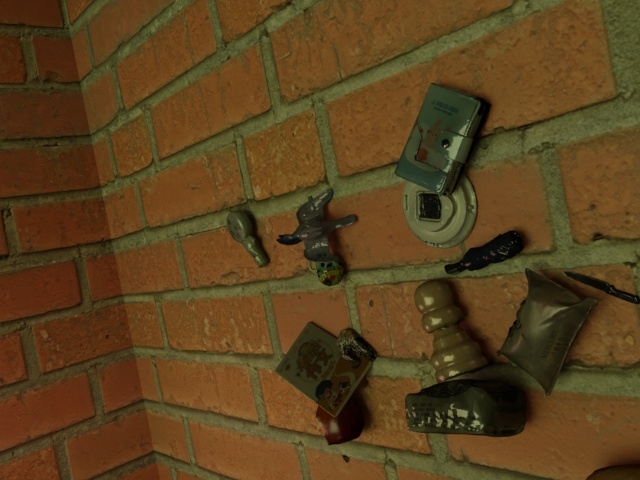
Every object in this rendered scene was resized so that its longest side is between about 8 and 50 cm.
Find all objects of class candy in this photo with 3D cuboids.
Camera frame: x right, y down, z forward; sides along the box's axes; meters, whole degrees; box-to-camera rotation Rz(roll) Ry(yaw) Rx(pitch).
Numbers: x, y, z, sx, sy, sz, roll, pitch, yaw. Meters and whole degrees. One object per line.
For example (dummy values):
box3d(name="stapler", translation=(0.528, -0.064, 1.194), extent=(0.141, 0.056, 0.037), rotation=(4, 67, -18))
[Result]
box3d(name="candy", translation=(0.000, 0.000, 1.891), extent=(0.091, 0.083, 0.306), rotation=(-32, 68, 41))

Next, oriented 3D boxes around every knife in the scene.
box3d(name="knife", translation=(0.610, 0.099, 1.287), extent=(0.170, 0.010, 0.023), rotation=(26, 118, 43))

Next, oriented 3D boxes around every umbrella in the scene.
box3d(name="umbrella", translation=(0.402, 0.045, 1.467), extent=(0.248, 0.070, 0.071), rotation=(-38, 71, 49))

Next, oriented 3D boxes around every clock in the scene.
box3d(name="clock", translation=(0.296, -0.091, 1.552), extent=(0.236, 0.053, 0.237), rotation=(13, 107, 46))

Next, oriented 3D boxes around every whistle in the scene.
box3d(name="whistle", translation=(-0.269, -0.014, 2.175), extent=(0.258, 0.067, 0.126), rotation=(56, 147, 17))

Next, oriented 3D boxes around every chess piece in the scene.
box3d(name="chess piece", translation=(0.330, 0.228, 1.546), extent=(0.142, 0.142, 0.261), rotation=(-35, 66, 46))

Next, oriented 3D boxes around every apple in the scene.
box3d(name="apple", translation=(0.064, 0.563, 1.886), extent=(0.147, 0.156, 0.158), rotation=(-31, 62, 37))

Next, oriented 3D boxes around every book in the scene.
box3d(name="book", translation=(0.004, 0.410, 1.913), extent=(0.295, 0.020, 0.208), rotation=(25, 76, 41))

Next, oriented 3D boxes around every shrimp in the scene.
box3d(name="shrimp", translation=(0.111, 0.344, 1.856), extent=(0.161, 0.034, 0.091), rotation=(33, 98, 39))

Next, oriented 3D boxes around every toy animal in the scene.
box3d(name="toy animal", translation=(-0.019, -0.038, 1.831), extent=(0.176, 0.255, 0.239), rotation=(79, -175, -75))

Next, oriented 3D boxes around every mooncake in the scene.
box3d(name="mooncake", translation=(0.365, 0.412, 1.458), extent=(0.254, 0.250, 0.136), rotation=(-15, 69, 44))

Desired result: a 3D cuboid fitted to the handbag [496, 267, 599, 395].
box3d(name="handbag", translation=(0.503, 0.202, 1.355), extent=(0.182, 0.117, 0.271), rotation=(41, 128, 44))

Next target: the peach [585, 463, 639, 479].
box3d(name="peach", translation=(0.658, 0.557, 1.219), extent=(0.235, 0.214, 0.214), rotation=(36, 126, 57))

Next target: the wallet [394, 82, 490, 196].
box3d(name="wallet", translation=(0.298, -0.251, 1.468), extent=(0.176, 0.075, 0.251), rotation=(32, 108, 39))
